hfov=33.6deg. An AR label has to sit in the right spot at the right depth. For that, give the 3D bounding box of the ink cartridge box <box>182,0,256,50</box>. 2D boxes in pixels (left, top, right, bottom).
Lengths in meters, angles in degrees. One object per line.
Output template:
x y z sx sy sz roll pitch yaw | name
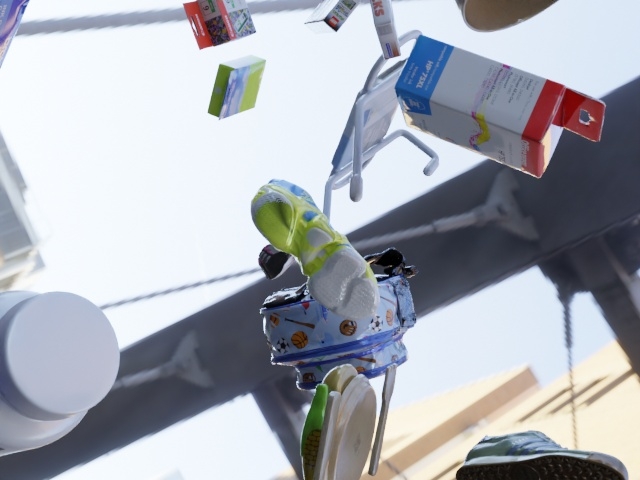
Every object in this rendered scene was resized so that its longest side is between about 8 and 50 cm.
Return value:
-0.122 -0.273 1.297 0.029 0.115 0.063 -15 -79 25 | ink cartridge box

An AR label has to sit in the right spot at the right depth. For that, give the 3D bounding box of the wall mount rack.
0.081 -0.122 1.517 0.130 0.304 0.350 42 -31 14 | wall mount rack

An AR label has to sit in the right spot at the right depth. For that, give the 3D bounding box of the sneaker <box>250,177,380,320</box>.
0.000 0.000 1.478 0.091 0.126 0.240 -33 -68 17 | sneaker

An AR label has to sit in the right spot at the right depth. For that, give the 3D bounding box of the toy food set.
0.017 0.176 0.963 0.038 0.192 0.132 12 -85 20 | toy food set

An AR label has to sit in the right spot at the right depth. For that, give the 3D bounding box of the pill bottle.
-0.363 0.155 1.198 0.318 0.176 0.176 -21 -86 46 | pill bottle

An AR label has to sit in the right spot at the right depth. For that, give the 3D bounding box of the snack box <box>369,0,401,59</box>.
0.060 -0.287 1.145 0.064 0.022 0.178 60 20 -62 | snack box

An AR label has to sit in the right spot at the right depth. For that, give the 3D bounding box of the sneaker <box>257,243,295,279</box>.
-0.059 0.021 2.217 0.178 0.077 0.072 -42 -114 40 | sneaker

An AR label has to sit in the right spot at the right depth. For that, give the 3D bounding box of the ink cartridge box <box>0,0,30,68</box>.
-0.500 -0.268 1.132 0.270 0.395 0.151 32 -72 1 | ink cartridge box

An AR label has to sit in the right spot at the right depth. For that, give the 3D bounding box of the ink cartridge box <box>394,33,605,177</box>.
0.213 -0.151 1.262 0.231 0.078 0.134 23 -9 17 | ink cartridge box

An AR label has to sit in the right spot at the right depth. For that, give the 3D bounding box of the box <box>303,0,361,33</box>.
0.033 -0.470 2.124 0.036 0.114 0.207 38 0 -15 | box

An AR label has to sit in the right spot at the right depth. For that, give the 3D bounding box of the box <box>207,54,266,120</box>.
-0.171 -0.310 2.139 0.042 0.178 0.109 22 -68 14 | box

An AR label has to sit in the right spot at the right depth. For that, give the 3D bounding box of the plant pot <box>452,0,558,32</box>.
0.292 -0.488 1.634 0.191 0.284 0.284 59 -32 20 | plant pot

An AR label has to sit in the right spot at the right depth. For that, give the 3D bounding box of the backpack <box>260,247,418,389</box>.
0.023 0.148 1.821 0.276 0.263 0.213 -20 -101 20 | backpack

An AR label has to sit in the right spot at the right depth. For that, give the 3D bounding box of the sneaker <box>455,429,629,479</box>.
0.253 0.244 1.190 0.192 0.086 0.064 -7 -68 29 | sneaker
